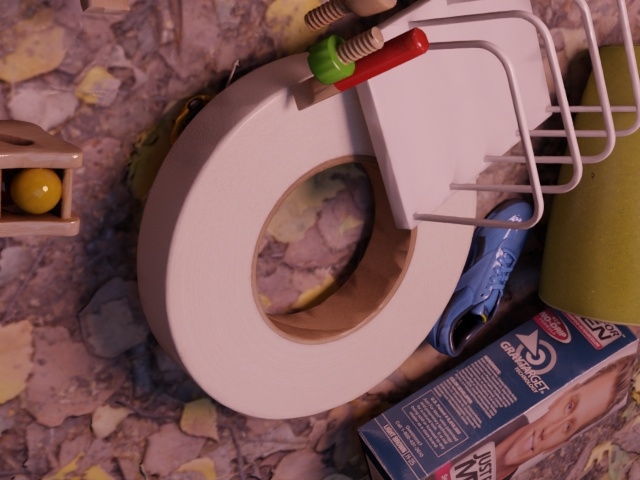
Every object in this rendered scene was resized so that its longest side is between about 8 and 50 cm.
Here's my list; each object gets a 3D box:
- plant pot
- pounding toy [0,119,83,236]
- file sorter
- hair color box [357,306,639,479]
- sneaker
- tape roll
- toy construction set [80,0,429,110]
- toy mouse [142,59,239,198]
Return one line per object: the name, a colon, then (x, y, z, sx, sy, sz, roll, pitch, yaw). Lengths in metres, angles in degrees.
plant pot: (0.389, -0.079, 1.142, 0.274, 0.275, 0.294, -8, 103, -24)
pounding toy: (-0.329, -0.073, 0.804, 0.269, 0.154, 0.155, -3, 115, -27)
file sorter: (0.195, -0.154, 0.960, 0.277, 0.173, 0.193, -37, 120, -36)
hair color box: (0.225, 0.219, 1.242, 0.347, 0.105, 0.174, -31, 144, -12)
sneaker: (0.202, 0.049, 1.191, 0.069, 0.082, 0.209, 34, 94, -33)
tape roll: (0.000, 0.000, 1.031, 0.392, 0.072, 0.392, -16, 119, -30)
toy construction set: (-0.083, -0.241, 0.833, 0.309, 0.237, 0.257, 58, 36, -15)
toy mouse: (-0.101, -0.080, 0.997, 0.161, 0.031, 0.143, -45, 125, -1)
